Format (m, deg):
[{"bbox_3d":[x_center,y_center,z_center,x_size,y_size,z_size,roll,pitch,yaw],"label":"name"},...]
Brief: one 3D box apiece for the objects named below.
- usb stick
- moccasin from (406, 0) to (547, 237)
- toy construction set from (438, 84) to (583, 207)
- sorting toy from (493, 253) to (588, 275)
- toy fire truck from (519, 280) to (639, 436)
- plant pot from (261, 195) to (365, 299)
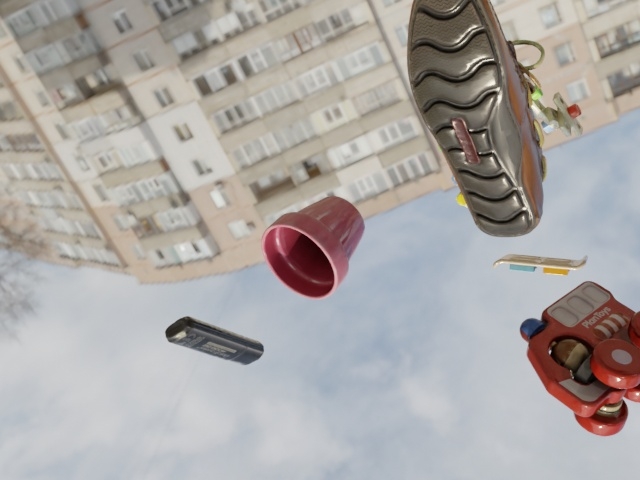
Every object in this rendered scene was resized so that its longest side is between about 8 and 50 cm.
[{"bbox_3d":[-0.219,0.215,1.901,0.077,0.278,0.045,-30,-120,20],"label":"usb stick"},{"bbox_3d":[0.216,-0.181,1.153,0.139,0.380,0.147,-7,-140,35],"label":"moccasin"},{"bbox_3d":[0.400,-0.236,1.965,0.327,0.215,0.151,-29,179,19],"label":"toy construction set"},{"bbox_3d":[0.523,0.057,2.126,0.208,0.038,0.193,1,-177,18],"label":"sorting toy"},{"bbox_3d":[0.525,0.210,1.732,0.302,0.169,0.254,-27,-132,-32],"label":"toy fire truck"},{"bbox_3d":[0.000,0.000,1.996,0.201,0.201,0.180,-3,-149,43],"label":"plant pot"}]
